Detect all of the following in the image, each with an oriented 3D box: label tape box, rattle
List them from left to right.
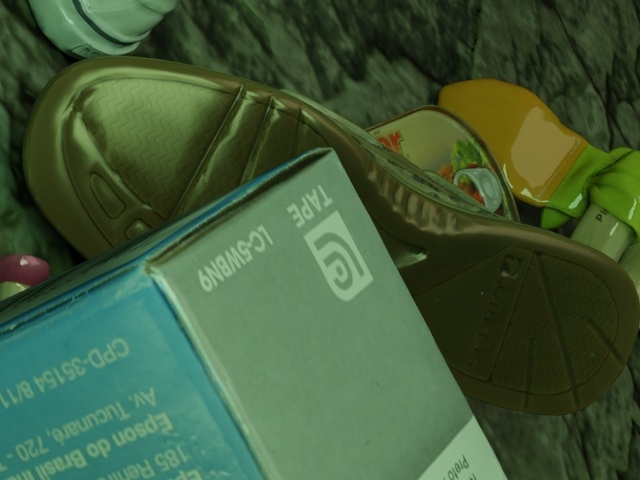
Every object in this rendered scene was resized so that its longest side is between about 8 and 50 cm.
[{"bbox_3d":[-0.034,0.175,0.554,0.334,0.240,0.106,62,32,-7],"label":"label tape box"},{"bbox_3d":[0.150,-0.006,1.106,0.199,0.142,0.130,16,89,-67],"label":"rattle"}]

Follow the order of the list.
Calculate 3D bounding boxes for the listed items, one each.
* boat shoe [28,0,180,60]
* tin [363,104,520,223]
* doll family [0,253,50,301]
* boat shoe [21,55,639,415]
[{"bbox_3d":[-0.100,-0.192,0.835,0.083,0.075,0.226,-5,74,-55],"label":"boat shoe"},{"bbox_3d":[0.038,-0.006,0.947,0.189,0.040,0.106,-24,94,-56],"label":"tin"},{"bbox_3d":[-0.026,0.106,0.712,0.263,0.118,0.163,30,48,-41],"label":"doll family"},{"bbox_3d":[0.000,0.000,0.819,0.285,0.105,0.089,25,4,-24],"label":"boat shoe"}]
